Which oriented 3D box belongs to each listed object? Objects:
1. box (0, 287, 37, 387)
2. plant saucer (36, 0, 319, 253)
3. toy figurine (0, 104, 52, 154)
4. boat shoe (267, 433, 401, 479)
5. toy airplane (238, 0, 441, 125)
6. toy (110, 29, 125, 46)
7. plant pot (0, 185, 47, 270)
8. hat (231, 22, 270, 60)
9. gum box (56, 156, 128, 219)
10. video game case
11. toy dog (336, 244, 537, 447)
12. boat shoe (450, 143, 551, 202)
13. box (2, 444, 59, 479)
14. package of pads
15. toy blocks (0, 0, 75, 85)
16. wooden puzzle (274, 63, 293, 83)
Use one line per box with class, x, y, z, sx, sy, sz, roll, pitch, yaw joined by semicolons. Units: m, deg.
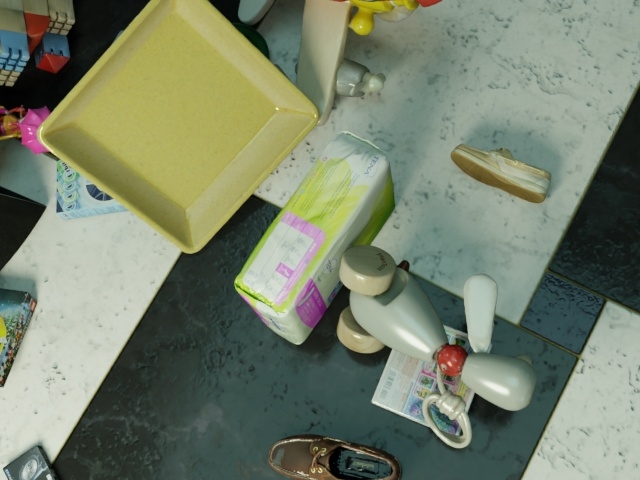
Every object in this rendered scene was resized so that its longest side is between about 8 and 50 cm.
box;-0.615;0.150;1.373;0.233;0.044;0.159;7;58;9
plant saucer;-0.225;-0.197;1.333;0.333;0.332;0.081;-47;29;5
toy figurine;-0.533;-0.195;1.448;0.159;0.130;0.173;-7;30;2
boat shoe;0.018;0.331;1.238;0.207;0.073;0.073;3;74;10
toy airplane;0.047;-0.442;1.409;0.386;0.272;0.384;-44;55;31
toy;-0.345;-0.278;1.477;0.136;0.056;0.237;8;56;22
plant pot;-0.614;-0.027;1.387;0.188;0.187;0.167;21;89;13
hat;-0.199;-0.321;1.405;0.173;0.183;0.209;6;76;18
gum box;-0.371;-0.125;1.450;0.184;0.041;0.157;-8;71;4
video game case;0.175;0.208;1.284;0.143;0.019;0.157;20;75;13
toy dog;0.173;0.122;1.222;0.333;0.220;0.161;44;49;11
boat shoe;0.299;-0.121;1.353;0.170;0.063;0.059;27;75;5
box;-0.459;0.381;1.312;0.067;0.018;0.083;-34;71;-3
package of pads;0.000;0.000;1.262;0.101;0.229;0.296;31;78;15
toy blocks;-0.588;-0.396;1.447;0.381;0.190;0.261;1;66;-38
wooden puzzle;-0.088;-0.274;1.476;0.078;0.014;0.116;-27;71;-6
